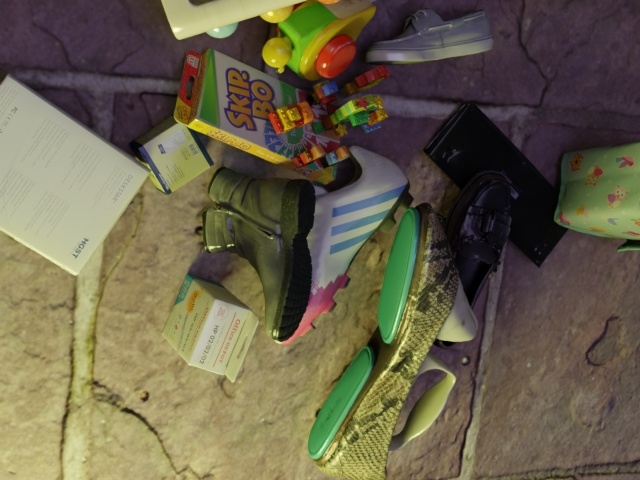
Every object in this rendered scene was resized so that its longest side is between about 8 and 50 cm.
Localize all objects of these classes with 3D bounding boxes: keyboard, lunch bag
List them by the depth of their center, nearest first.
[{"bbox_3d":[0.283,-0.062,1.760,0.317,0.033,0.201,42,83,-26],"label":"keyboard"},{"bbox_3d":[0.565,-0.064,1.770,0.262,0.223,0.160,17,79,-30],"label":"lunch bag"}]

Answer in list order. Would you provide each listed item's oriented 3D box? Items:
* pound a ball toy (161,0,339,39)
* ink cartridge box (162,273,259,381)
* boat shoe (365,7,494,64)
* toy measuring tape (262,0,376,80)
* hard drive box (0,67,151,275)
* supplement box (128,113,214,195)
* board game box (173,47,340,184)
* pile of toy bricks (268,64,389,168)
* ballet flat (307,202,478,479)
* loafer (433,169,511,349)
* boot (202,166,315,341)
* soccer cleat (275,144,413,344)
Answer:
[{"bbox_3d":[-0.052,-0.382,1.442,0.319,0.208,0.135,-16,114,5],"label":"pound a ball toy"},{"bbox_3d":[-0.161,0.124,1.518,0.062,0.181,0.104,20,94,-27],"label":"ink cartridge box"},{"bbox_3d":[0.165,-0.318,1.621,0.228,0.079,0.081,-13,99,-26],"label":"boat shoe"},{"bbox_3d":[0.038,-0.318,1.556,0.330,0.121,0.121,-32,115,-33],"label":"toy measuring tape"},{"bbox_3d":[-0.379,-0.091,1.415,0.232,0.089,0.181,36,87,-27],"label":"hard drive box"},{"bbox_3d":[-0.213,-0.124,1.501,0.083,0.056,0.083,-35,114,-13],"label":"supplement box"},{"bbox_3d":[-0.085,-0.183,1.527,0.260,0.039,0.124,20,62,-25],"label":"board game box"},{"bbox_3d":[0.040,-0.186,1.526,0.212,0.105,0.118,-25,89,-38],"label":"pile of toy bricks"},{"bbox_3d":[0.138,0.174,1.643,0.182,0.164,0.482,17,110,-13],"label":"ballet flat"},{"bbox_3d":[0.245,0.038,1.700,0.109,0.095,0.302,14,109,-20],"label":"loafer"},{"bbox_3d":[-0.097,0.019,1.542,0.083,0.161,0.246,3,92,-67],"label":"boot"},{"bbox_3d":[0.000,0.000,1.613,0.143,0.116,0.331,38,84,-11],"label":"soccer cleat"}]
